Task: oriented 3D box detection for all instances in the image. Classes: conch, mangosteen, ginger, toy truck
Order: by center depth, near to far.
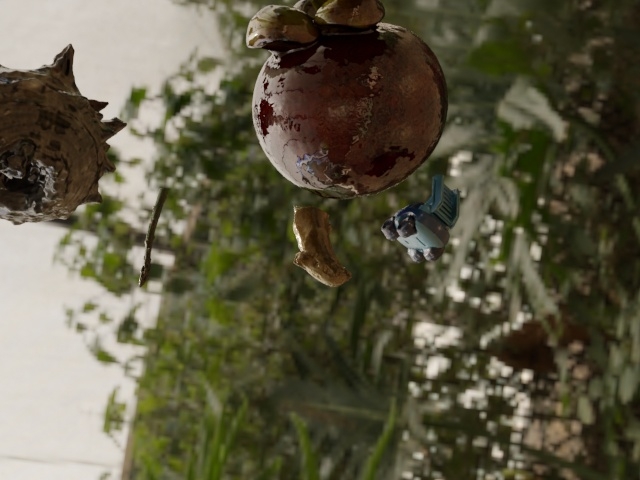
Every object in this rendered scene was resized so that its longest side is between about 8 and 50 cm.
[{"bbox_3d":[0.113,-0.026,1.344,0.090,0.056,0.073,-53,17,-16],"label":"toy truck"},{"bbox_3d":[0.018,-0.171,1.397,0.215,0.215,0.257,-90,-24,-64],"label":"mangosteen"},{"bbox_3d":[-0.384,-0.113,1.553,0.241,0.313,0.186,-41,64,42],"label":"conch"},{"bbox_3d":[-0.006,0.000,1.624,0.044,0.057,0.137,-40,50,31],"label":"ginger"}]

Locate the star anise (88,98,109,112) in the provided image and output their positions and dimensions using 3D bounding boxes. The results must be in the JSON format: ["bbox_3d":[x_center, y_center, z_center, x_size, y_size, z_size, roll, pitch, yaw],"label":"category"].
[{"bbox_3d":[-0.398,-0.152,1.949,0.212,0.111,0.196,-43,60,39],"label":"star anise"}]

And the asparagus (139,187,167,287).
[{"bbox_3d":[-0.227,-0.006,1.774,0.016,0.016,0.162,54,-147,-45],"label":"asparagus"}]
